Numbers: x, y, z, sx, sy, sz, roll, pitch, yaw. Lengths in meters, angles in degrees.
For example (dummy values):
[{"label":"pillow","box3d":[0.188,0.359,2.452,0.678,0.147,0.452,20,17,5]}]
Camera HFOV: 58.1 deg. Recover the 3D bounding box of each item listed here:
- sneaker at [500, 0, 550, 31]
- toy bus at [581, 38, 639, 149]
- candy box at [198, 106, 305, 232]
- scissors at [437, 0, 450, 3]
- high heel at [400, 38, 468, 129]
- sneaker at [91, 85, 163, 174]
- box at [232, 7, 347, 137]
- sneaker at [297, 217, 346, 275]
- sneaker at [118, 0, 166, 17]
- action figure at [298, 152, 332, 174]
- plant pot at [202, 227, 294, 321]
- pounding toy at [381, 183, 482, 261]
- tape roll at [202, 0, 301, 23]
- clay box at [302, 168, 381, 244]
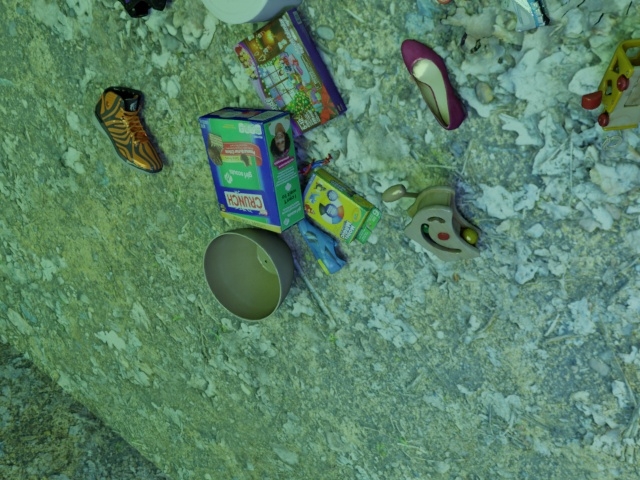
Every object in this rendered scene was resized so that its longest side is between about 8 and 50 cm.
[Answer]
[{"label":"sneaker","box3d":[0.411,-0.531,1.212,0.082,0.071,0.191,-13,103,40]},{"label":"toy bus","box3d":[0.617,-0.306,1.159,0.202,0.190,0.105,-32,49,36]},{"label":"candy box","box3d":[-0.193,-0.205,1.640,0.268,0.122,0.317,14,125,39]},{"label":"scissors","box3d":[0.310,-0.667,1.240,0.108,0.021,0.297,18,120,26]},{"label":"high heel","box3d":[0.253,-0.365,1.347,0.082,0.117,0.244,-29,94,37]},{"label":"sneaker","box3d":[-0.615,-0.370,1.869,0.321,0.124,0.180,45,127,7]},{"label":"box","box3d":[-0.082,-0.433,1.539,0.200,0.057,0.293,-19,107,36]},{"label":"sneaker","box3d":[0.000,0.000,1.703,0.082,0.069,0.209,-33,82,4]},{"label":"sneaker","box3d":[-0.571,-0.735,1.697,0.293,0.102,0.146,17,119,24]},{"label":"action figure","box3d":[-0.021,-0.214,1.631,0.115,0.038,0.030,-25,119,35]},{"label":"plant pot","box3d":[-0.190,0.077,1.764,0.284,0.191,0.284,12,117,26]},{"label":"pounding toy","box3d":[0.298,-0.078,1.430,0.269,0.155,0.154,33,142,-22]},{"label":"tape roll","box3d":[-0.174,-0.675,1.441,0.246,0.169,0.246,12,117,26]},{"label":"clay box","box3d":[0.052,-0.088,1.630,0.222,0.053,0.127,37,125,14]}]
